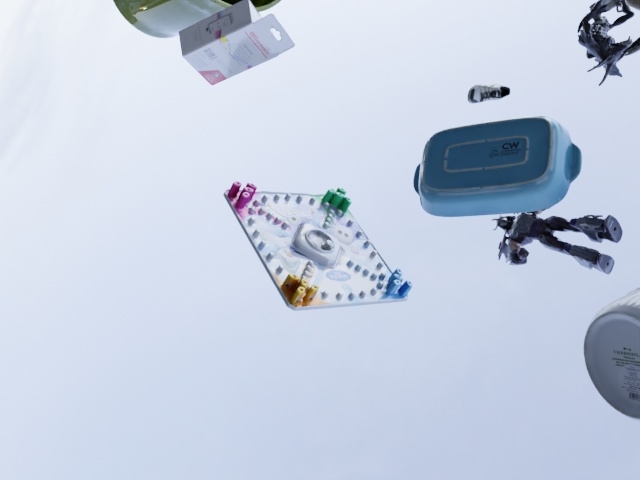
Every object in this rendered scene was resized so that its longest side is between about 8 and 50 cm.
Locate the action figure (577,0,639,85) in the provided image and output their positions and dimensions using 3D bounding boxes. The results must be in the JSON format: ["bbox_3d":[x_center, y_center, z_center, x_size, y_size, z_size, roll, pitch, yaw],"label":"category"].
[{"bbox_3d":[0.630,-0.465,1.490,0.141,0.164,0.276,-26,-139,51],"label":"action figure"}]

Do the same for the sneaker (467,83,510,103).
[{"bbox_3d":[0.291,-0.255,1.208,0.037,0.083,0.032,26,-50,55],"label":"sneaker"}]

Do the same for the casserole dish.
[{"bbox_3d":[0.185,-0.085,0.767,0.188,0.037,0.114,-3,-118,29],"label":"casserole dish"}]

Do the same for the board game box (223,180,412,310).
[{"bbox_3d":[0.000,0.000,1.747,0.390,0.389,0.050,57,-50,32],"label":"board game box"}]

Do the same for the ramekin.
[{"bbox_3d":[0.496,0.174,1.052,0.207,0.108,0.207,34,-50,55],"label":"ramekin"}]

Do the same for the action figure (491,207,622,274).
[{"bbox_3d":[0.474,-0.021,1.458,0.285,0.099,0.186,17,-92,48],"label":"action figure"}]

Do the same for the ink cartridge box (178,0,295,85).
[{"bbox_3d":[-0.162,-0.394,1.373,0.198,0.115,0.067,-19,-115,16],"label":"ink cartridge box"}]

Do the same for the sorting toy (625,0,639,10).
[{"bbox_3d":[0.577,-0.388,1.036,0.229,0.041,0.307,-24,-137,-12],"label":"sorting toy"}]

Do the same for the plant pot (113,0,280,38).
[{"bbox_3d":[-0.305,-0.636,1.608,0.352,0.366,0.367,-12,-119,49],"label":"plant pot"}]
